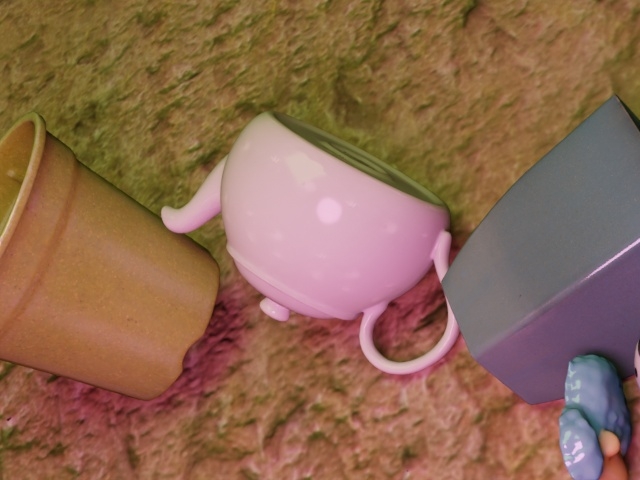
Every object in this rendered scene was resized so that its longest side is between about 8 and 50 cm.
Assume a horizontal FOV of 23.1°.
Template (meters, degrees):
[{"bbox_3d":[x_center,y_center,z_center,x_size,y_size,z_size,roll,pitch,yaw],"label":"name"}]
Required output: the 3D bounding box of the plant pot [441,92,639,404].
[{"bbox_3d":[0.238,0.028,1.409,0.234,0.165,0.165,-37,41,16],"label":"plant pot"}]

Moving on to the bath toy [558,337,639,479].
[{"bbox_3d":[0.366,0.110,1.263,0.348,0.129,0.151,-23,79,22],"label":"bath toy"}]

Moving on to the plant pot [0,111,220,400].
[{"bbox_3d":[-0.257,0.041,1.672,0.276,0.253,0.276,-47,28,34],"label":"plant pot"}]

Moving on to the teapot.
[{"bbox_3d":[0.000,0.000,1.584,0.187,0.252,0.256,-63,25,8],"label":"teapot"}]
